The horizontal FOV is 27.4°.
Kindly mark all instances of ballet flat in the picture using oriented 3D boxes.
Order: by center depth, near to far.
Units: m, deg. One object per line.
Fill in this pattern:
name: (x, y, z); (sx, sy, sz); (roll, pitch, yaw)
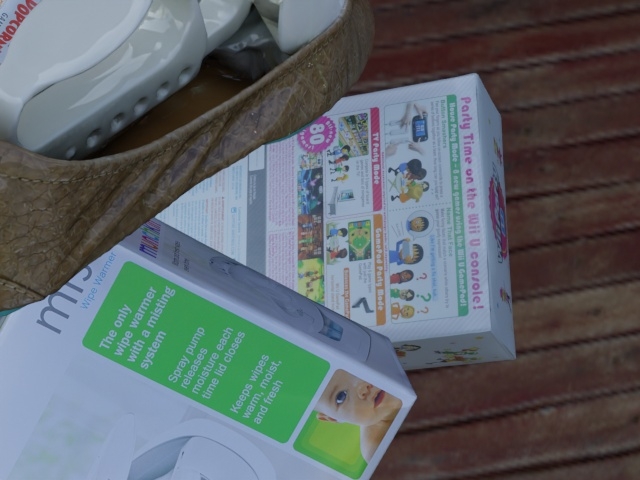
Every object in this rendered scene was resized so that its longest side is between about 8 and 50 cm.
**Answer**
ballet flat: (-0.070, -0.094, 0.632); (0.116, 0.124, 0.342); (33, 46, 20)

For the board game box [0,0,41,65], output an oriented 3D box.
board game box: (-0.263, -0.209, 1.117); (0.146, 0.045, 0.193); (-49, 28, 12)

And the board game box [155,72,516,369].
board game box: (0.000, 0.000, 1.098); (0.303, 0.097, 0.224); (-8, 67, 19)

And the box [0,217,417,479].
box: (-0.111, 0.133, 0.800); (0.231, 0.127, 0.262); (29, 98, -12)
